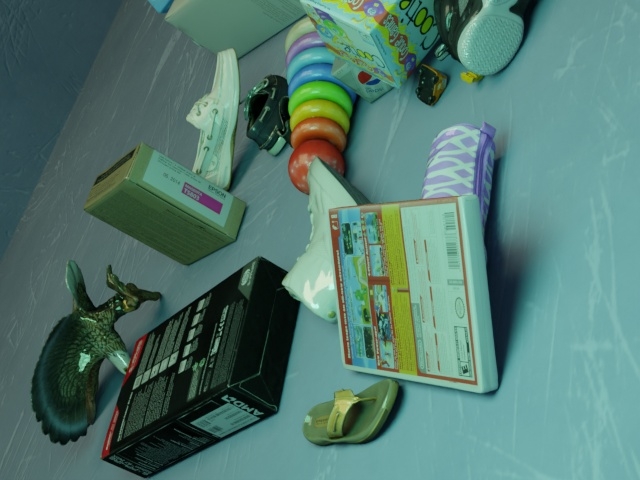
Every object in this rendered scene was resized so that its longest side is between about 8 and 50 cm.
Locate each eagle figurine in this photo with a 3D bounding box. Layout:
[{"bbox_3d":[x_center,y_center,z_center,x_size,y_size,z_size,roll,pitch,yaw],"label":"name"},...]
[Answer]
[{"bbox_3d":[-0.427,0.209,1.918,0.298,0.226,0.225,-51,45,3],"label":"eagle figurine"}]

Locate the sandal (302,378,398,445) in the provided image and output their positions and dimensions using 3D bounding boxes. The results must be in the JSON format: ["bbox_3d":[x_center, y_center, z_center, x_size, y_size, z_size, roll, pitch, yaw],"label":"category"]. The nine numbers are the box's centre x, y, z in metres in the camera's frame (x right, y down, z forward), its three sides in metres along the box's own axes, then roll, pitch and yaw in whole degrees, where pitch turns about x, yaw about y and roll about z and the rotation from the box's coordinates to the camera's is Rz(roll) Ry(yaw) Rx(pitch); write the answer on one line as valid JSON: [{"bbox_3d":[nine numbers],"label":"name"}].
[{"bbox_3d":[0.026,0.204,1.235,0.180,0.049,0.072,-26,40,50],"label":"sandal"}]

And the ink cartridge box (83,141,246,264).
[{"bbox_3d":[-0.285,-0.061,1.899,0.193,0.234,0.088,-25,41,49],"label":"ink cartridge box"}]

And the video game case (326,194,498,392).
[{"bbox_3d":[0.095,0.057,1.176,0.285,0.025,0.204,-2,95,61],"label":"video game case"}]

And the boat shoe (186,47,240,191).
[{"bbox_3d":[-0.210,-0.233,1.993,0.098,0.096,0.277,-133,48,-76],"label":"boat shoe"}]

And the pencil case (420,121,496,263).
[{"bbox_3d":[0.163,-0.046,1.225,0.088,0.086,0.206,-45,27,44],"label":"pencil case"}]

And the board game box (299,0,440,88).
[{"bbox_3d":[0.125,-0.389,1.516,0.144,0.142,0.275,32,80,32],"label":"board game box"}]

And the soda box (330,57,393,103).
[{"bbox_3d":[0.103,-0.371,1.708,0.098,0.091,0.286,-30,37,45],"label":"soda box"}]

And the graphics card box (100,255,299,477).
[{"bbox_3d":[-0.185,0.200,1.582,0.371,0.094,0.233,-35,33,42],"label":"graphics card box"}]

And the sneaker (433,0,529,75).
[{"bbox_3d":[0.241,-0.356,1.417,0.268,0.101,0.153,-61,27,1],"label":"sneaker"}]

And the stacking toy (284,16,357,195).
[{"bbox_3d":[0.005,-0.210,1.686,0.141,0.141,0.330,-36,40,40],"label":"stacking toy"}]

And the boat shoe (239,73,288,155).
[{"bbox_3d":[-0.107,-0.253,1.976,0.095,0.079,0.254,-47,26,31],"label":"boat shoe"}]

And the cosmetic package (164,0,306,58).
[{"bbox_3d":[-0.168,-0.553,2.303,0.365,0.197,0.155,-14,49,55],"label":"cosmetic package"}]

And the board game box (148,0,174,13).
[{"bbox_3d":[-0.268,-0.681,2.587,0.242,0.064,0.316,-43,-7,30],"label":"board game box"}]

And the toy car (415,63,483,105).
[{"bbox_3d":[0.186,-0.218,1.465,0.040,0.060,0.122,-22,27,-32],"label":"toy car"}]

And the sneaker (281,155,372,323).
[{"bbox_3d":[0.000,0.000,1.452,0.169,0.108,0.292,-49,27,12],"label":"sneaker"}]

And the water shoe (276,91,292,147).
[{"bbox_3d":[-0.028,-0.242,1.816,0.073,0.080,0.203,-38,31,36],"label":"water shoe"}]
